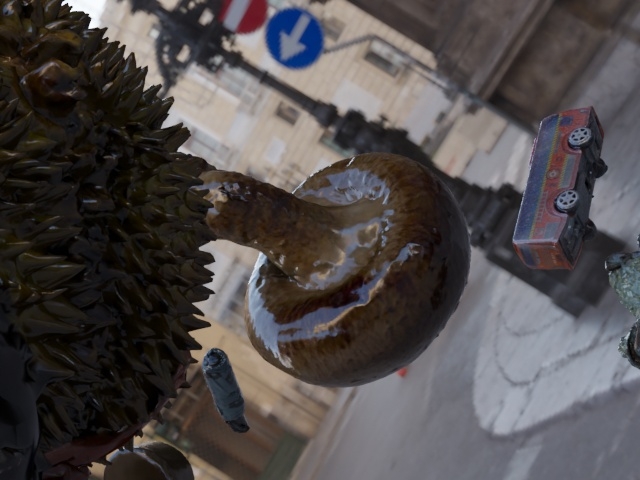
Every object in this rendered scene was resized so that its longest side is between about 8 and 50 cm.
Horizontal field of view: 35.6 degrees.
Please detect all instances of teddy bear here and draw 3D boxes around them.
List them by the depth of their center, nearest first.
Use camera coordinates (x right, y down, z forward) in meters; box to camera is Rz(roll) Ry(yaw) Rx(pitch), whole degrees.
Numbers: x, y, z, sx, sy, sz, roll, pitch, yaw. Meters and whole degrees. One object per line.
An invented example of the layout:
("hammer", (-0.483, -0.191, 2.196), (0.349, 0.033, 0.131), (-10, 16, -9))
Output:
("teddy bear", (0.404, 0.102, 1.176), (0.133, 0.213, 0.111), (-31, -5, 31))

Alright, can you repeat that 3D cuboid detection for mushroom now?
("mushroom", (0.011, -0.007, 1.294), (0.334, 0.356, 0.331), (-15, 22, 37))

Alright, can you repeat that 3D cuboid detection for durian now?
("durian", (-0.230, 0.019, 0.618), (0.384, 0.347, 0.347), (-50, 3, 32))

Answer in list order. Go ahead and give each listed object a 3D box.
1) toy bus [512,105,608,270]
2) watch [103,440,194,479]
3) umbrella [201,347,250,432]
("toy bus", (0.265, -0.059, 1.097), (0.065, 0.077, 0.192), (52, -133, -42))
("watch", (-0.156, 0.385, 0.832), (0.327, 0.335, 0.314), (-23, -51, -64))
("umbrella", (-0.162, 0.262, 1.709), (0.052, 0.053, 0.250), (-19, -35, -6))
